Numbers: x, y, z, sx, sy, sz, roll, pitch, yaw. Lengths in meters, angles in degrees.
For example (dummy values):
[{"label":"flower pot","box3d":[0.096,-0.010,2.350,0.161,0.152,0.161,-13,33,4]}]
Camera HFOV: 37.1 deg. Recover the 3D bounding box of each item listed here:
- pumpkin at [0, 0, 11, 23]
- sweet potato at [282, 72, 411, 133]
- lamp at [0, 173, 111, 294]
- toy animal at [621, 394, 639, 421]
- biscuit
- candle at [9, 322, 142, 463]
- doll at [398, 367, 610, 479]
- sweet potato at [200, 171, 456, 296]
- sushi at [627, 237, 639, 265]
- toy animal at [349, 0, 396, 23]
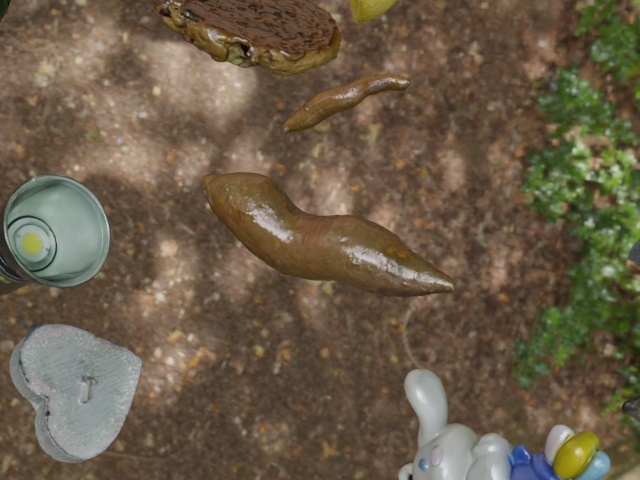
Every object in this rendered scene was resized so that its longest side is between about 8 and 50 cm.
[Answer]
[{"label":"pumpkin","box3d":[-0.381,-0.252,0.919,0.167,0.167,0.125,-10,147,-48]},{"label":"sweet potato","box3d":[0.029,-0.181,1.226,0.044,0.179,0.044,-23,90,-79]},{"label":"lamp","box3d":[-0.397,0.006,1.281,0.147,0.227,0.172,50,51,-20]},{"label":"toy animal","box3d":[0.222,0.038,0.406,0.176,0.073,0.217,-54,137,-3]},{"label":"biscuit","box3d":[-0.130,-0.372,1.623,0.289,0.334,0.081,-32,149,-48]},{"label":"candle","box3d":[-0.322,0.195,1.293,0.169,0.068,0.192,-19,85,-39]},{"label":"doll","box3d":[0.282,0.421,1.547,0.187,0.366,0.376,-44,130,-44]},{"label":"sweet potato","box3d":[-0.001,0.003,0.712,0.051,0.218,0.065,-39,147,-53]},{"label":"sushi","box3d":[0.499,-0.018,1.198,0.215,0.050,0.192,30,102,-24]},{"label":"toy animal","box3d":[0.128,-0.435,1.655,0.159,0.070,0.083,-22,140,-7]}]
